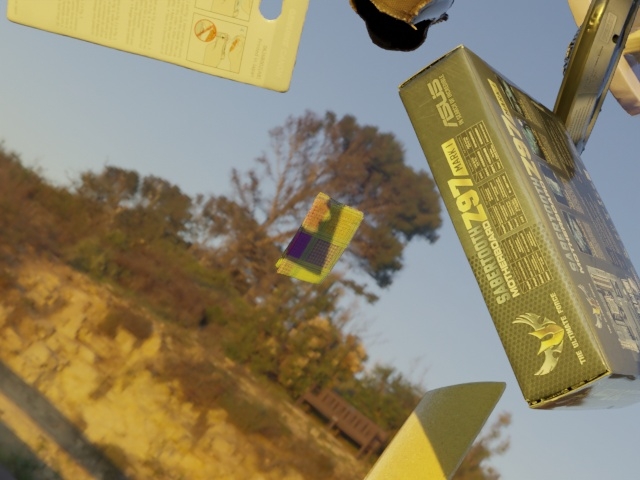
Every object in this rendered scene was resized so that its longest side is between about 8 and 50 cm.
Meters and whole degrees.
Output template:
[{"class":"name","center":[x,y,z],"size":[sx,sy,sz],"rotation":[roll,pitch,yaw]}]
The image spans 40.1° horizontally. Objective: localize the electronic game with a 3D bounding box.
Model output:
[{"class":"electronic game","center":[0.256,-0.175,0.827],"size":[0.048,0.229,0.229],"rotation":[21,-20,16]}]

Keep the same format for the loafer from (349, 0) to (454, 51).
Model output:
[{"class":"loafer","center":[0.074,-0.263,0.889],"size":[0.133,0.130,0.366],"rotation":[30,8,2]}]

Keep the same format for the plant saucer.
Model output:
[{"class":"plant saucer","center":[0.074,0.343,1.107],"size":[0.081,0.333,0.333],"rotation":[35,-44,12]}]

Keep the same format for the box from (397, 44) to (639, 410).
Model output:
[{"class":"box","center":[0.155,-0.002,0.601],"size":[0.183,0.059,0.233],"rotation":[15,50,-54]}]

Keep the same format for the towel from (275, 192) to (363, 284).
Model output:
[{"class":"towel","center":[0.000,0.000,0.801],"size":[0.060,0.083,0.009],"rotation":[19,17,-38]}]

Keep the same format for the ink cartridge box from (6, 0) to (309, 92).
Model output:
[{"class":"ink cartridge box","center":[-0.088,-0.180,0.513],"size":[0.179,0.045,0.145],"rotation":[14,-59,-3]}]

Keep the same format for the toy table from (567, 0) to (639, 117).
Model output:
[{"class":"toy table","center":[0.435,-0.295,1.122],"size":[0.160,0.252,0.274],"rotation":[-16,-43,35]}]
